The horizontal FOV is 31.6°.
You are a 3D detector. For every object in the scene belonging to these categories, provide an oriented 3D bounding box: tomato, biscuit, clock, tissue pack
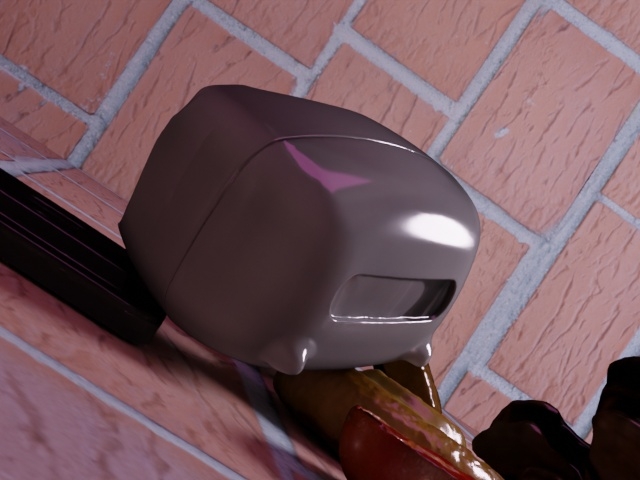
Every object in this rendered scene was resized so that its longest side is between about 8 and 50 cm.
[{"bbox_3d":[0.076,0.203,0.930,0.156,0.069,0.155,32,-4,3],"label":"tomato"},{"bbox_3d":[0.067,0.191,1.157,0.274,0.091,0.213,36,-2,28],"label":"biscuit"},{"bbox_3d":[0.089,0.130,1.451,0.381,0.074,0.359,68,3,-50],"label":"biscuit"},{"bbox_3d":[-0.260,-0.006,1.066,0.279,0.049,0.273,34,0,-6],"label":"clock"},{"bbox_3d":[0.000,0.000,1.076,0.236,0.229,0.333,44,23,31],"label":"tissue pack"}]

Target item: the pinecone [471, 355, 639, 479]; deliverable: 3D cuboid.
[{"bbox_3d":[0.147,0.171,0.538,0.202,0.201,0.229,3,-59,44],"label":"pinecone"}]
